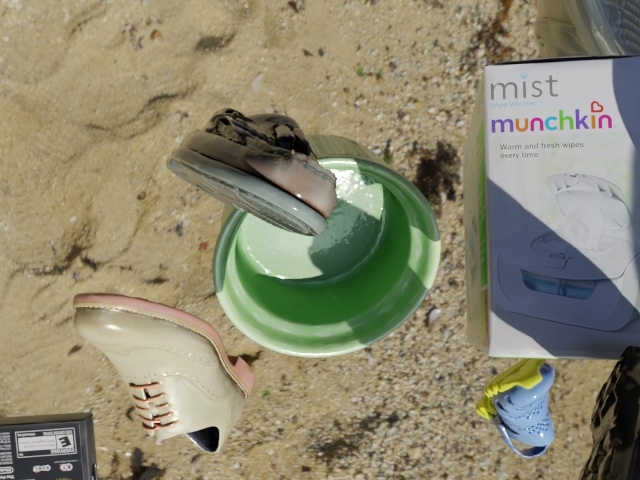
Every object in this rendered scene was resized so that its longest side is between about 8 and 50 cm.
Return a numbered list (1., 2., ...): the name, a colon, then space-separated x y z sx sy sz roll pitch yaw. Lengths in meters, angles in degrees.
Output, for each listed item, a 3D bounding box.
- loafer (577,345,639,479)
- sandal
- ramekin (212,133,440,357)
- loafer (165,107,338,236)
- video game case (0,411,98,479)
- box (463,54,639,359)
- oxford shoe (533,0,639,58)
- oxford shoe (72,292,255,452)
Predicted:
1. loafer: 0.181 0.129 0.315 0.078 0.076 0.223 27 30 22
2. sandal: 0.361 0.293 1.049 0.126 0.317 0.138 -31 62 -3
3. ramekin: 0.000 0.000 0.846 0.303 0.303 0.148 16 25 -19
4. loafer: -0.056 -0.069 0.449 0.096 0.267 0.084 32 86 -26
5. video game case: -0.419 0.350 0.761 0.274 0.035 0.248 -3 94 -2
6. box: 0.207 -0.012 0.567 0.126 0.262 0.231 -1 84 10
7. oxford shoe: 0.304 -0.223 0.692 0.449 0.130 0.169 52 53 -28
8. oxford shoe: -0.210 0.197 0.851 0.397 0.140 0.147 54 41 -50
